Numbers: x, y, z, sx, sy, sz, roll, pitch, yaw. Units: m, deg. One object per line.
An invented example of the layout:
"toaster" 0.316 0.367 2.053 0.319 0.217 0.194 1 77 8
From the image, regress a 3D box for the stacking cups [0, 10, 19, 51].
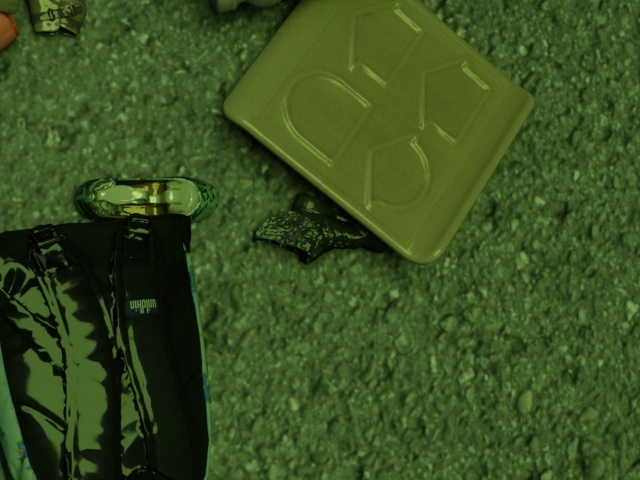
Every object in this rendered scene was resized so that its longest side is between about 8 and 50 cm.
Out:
"stacking cups" -0.505 -0.185 1.446 0.096 0.096 0.316 48 69 -8

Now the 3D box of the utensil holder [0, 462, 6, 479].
"utensil holder" -0.529 0.140 1.242 0.328 0.328 0.385 -23 105 -21

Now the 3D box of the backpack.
"backpack" -0.261 0.177 1.412 0.290 0.273 0.355 -11 72 -34

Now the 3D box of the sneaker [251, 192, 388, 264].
"sneaker" 0.001 0.000 1.623 0.170 0.051 0.089 29 75 -9

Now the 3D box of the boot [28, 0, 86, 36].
"boot" -0.356 -0.306 1.541 0.119 0.042 0.086 5 83 -18

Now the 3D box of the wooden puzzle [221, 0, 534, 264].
"wooden puzzle" 0.080 -0.178 1.650 0.348 0.080 0.322 37 66 -6

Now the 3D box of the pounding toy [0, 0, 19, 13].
"pounding toy" -0.429 -0.349 1.465 0.141 0.100 0.130 9 57 -17

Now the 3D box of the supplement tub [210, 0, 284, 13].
"supplement tub" -0.031 -0.416 1.570 0.272 0.191 0.191 -20 90 -7

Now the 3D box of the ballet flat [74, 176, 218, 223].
"ballet flat" -0.215 -0.051 1.544 0.189 0.070 0.070 -4 84 -20
